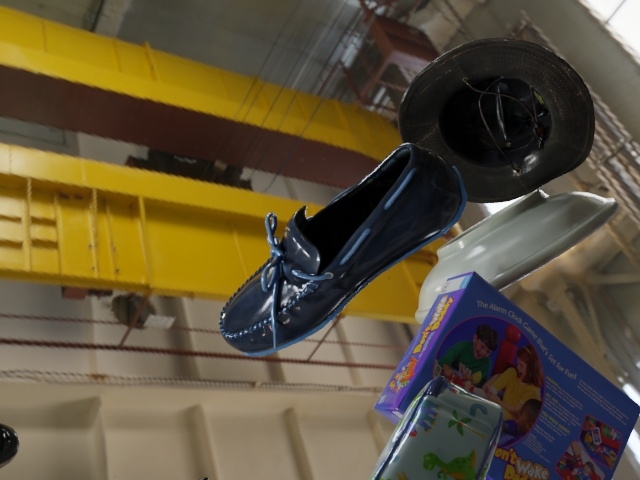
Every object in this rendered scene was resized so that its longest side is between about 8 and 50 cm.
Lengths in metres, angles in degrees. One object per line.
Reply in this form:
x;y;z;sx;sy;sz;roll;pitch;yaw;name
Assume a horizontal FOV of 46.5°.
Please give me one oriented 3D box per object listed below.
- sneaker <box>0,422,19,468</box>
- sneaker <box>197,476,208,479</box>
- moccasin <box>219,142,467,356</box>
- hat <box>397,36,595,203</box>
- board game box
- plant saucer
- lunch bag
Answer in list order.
-0.463;0.282;0.907;0.106;0.234;0.078;64;-175;-61;sneaker
-0.145;0.507;1.309;0.286;0.130;0.109;38;-173;-37;sneaker
0.000;0.000;0.862;0.117;0.342;0.138;38;-162;-41;moccasin
0.302;-0.227;1.283;0.331;0.331;0.134;30;-134;-7;hat
0.280;0.243;1.082;0.347;0.078;0.233;38;-112;-10;board game box
0.321;0.005;1.317;0.400;0.400;0.101;-27;-95;-52;plant saucer
0.078;0.244;0.663;0.090;0.176;0.219;25;-135;15;lunch bag
